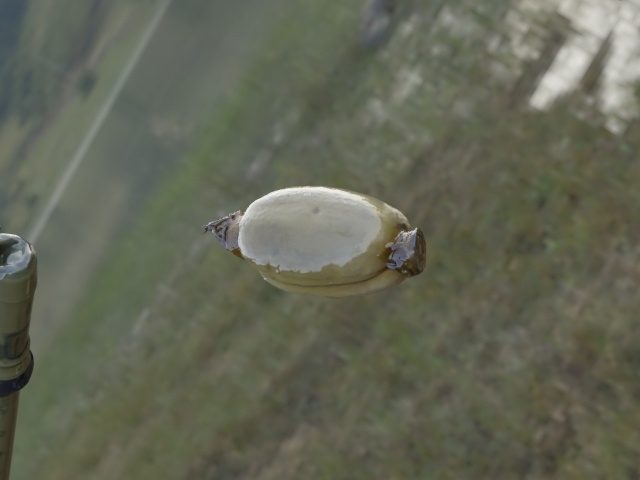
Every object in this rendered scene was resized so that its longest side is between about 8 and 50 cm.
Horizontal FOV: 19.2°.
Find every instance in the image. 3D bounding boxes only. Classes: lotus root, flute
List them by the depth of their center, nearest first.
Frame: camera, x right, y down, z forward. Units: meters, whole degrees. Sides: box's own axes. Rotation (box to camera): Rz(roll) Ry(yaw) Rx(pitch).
[{"bbox_3d":[-0.124,0.069,0.726,0.233,0.027,0.027,108,-175,-53],"label":"flute"},{"bbox_3d":[0.000,0.000,1.132,0.150,0.073,0.062,5,69,33],"label":"lotus root"}]
